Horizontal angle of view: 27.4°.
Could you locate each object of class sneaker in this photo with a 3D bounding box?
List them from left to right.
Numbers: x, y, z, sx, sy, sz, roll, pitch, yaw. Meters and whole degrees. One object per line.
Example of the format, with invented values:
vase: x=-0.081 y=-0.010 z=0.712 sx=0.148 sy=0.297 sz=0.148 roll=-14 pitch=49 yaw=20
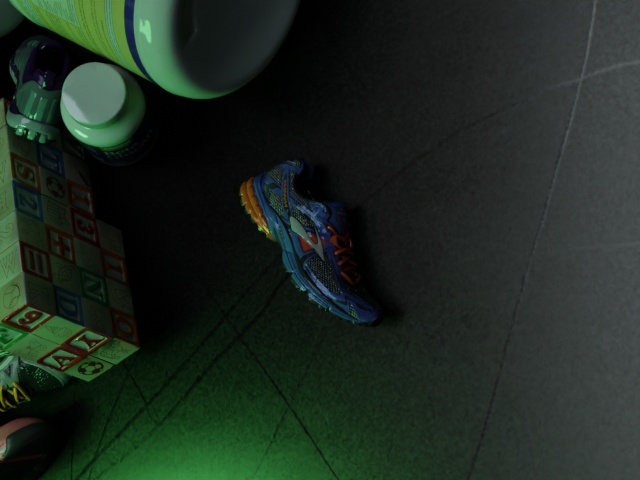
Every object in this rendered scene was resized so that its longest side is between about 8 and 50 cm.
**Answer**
sneaker: x=-0.465 y=0.272 z=1.633 sx=0.314 sy=0.116 sz=0.136 roll=-32 pitch=69 yaw=26
sneaker: x=-0.399 y=0.179 z=1.587 sx=0.215 sy=0.084 sz=0.083 roll=-10 pitch=51 yaw=13
sneaker: x=-0.315 y=-0.205 z=1.545 sx=0.098 sy=0.083 sz=0.223 roll=-62 pitch=24 yaw=28
sneaker: x=0.000 y=0.000 z=1.391 sx=0.087 sy=0.083 sz=0.221 roll=-41 pitch=70 yaw=14

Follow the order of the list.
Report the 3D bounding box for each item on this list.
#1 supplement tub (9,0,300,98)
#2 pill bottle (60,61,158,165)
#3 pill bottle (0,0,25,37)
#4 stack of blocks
supplement tub: x=-0.208 y=-0.318 z=1.442 sx=0.331 sy=0.241 sz=0.241 roll=29 pitch=101 yaw=29
pill bottle: x=-0.240 y=-0.145 z=1.480 sx=0.094 sy=0.169 sz=0.094 roll=0 pitch=82 yaw=2
pill bottle: x=-0.561 y=-0.386 z=1.672 sx=0.392 sy=0.224 sz=0.224 roll=15 pitch=94 yaw=31
stack of blocks: x=-0.318 y=-0.002 z=1.527 sx=0.087 sy=0.171 sz=0.297 roll=-33 pitch=52 yaw=25
